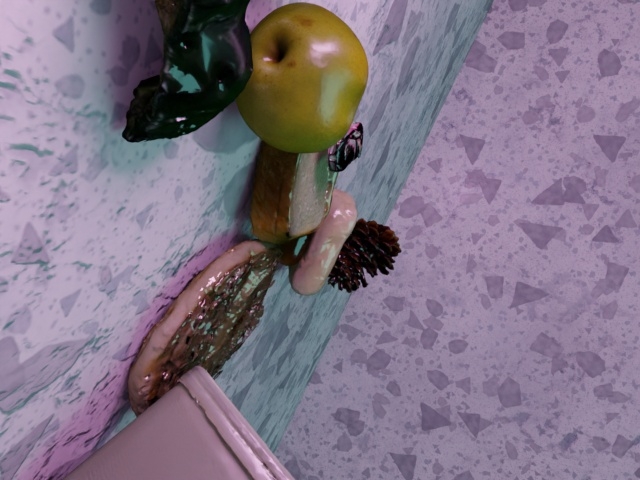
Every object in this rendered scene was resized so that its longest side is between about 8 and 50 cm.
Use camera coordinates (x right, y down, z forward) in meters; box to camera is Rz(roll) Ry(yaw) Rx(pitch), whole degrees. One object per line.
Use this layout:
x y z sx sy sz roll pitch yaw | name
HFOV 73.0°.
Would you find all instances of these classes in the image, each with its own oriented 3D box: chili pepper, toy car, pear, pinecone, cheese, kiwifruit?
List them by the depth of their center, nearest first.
-0.095 -0.207 0.360 0.148 0.116 0.264 -55 165 -44 | chili pepper
-0.011 -0.199 0.569 0.216 0.166 0.179 10 91 -62 | pear
0.050 -0.173 0.794 0.142 0.055 0.069 -53 150 -54 | toy car
-0.061 -0.001 0.979 0.075 0.075 0.124 -9 119 -74 | kiwifruit
0.002 0.001 1.062 0.262 0.093 0.159 -65 -160 11 | cheese
0.132 0.062 1.500 0.292 0.246 0.246 -45 160 -25 | pinecone

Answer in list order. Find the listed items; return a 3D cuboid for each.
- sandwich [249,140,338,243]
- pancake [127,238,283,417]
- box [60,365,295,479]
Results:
-0.037 -0.118 0.807 0.251 0.087 0.225 -30 132 -67 | sandwich
-0.195 0.162 0.779 0.382 0.071 0.382 -56 167 -20 | pancake
-0.183 0.410 0.535 0.344 0.352 0.177 -37 156 -25 | box
